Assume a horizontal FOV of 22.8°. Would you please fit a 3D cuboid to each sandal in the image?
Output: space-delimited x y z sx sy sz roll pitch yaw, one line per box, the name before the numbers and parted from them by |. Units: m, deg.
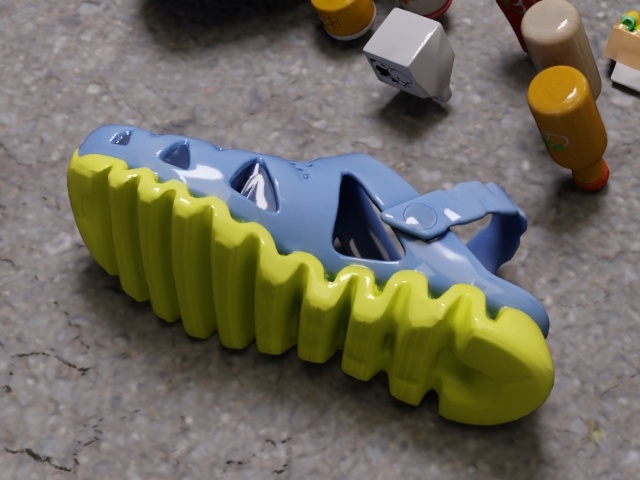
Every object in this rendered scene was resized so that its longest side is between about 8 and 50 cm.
sandal | 0.000 0.000 0.970 0.317 0.126 0.138 22 54 2

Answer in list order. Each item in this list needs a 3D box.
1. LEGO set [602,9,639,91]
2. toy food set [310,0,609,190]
LEGO set | 0.316 -0.086 1.041 0.132 0.107 0.287 -25 61 -18
toy food set | 0.109 -0.127 1.086 0.232 0.104 0.111 25 71 34
